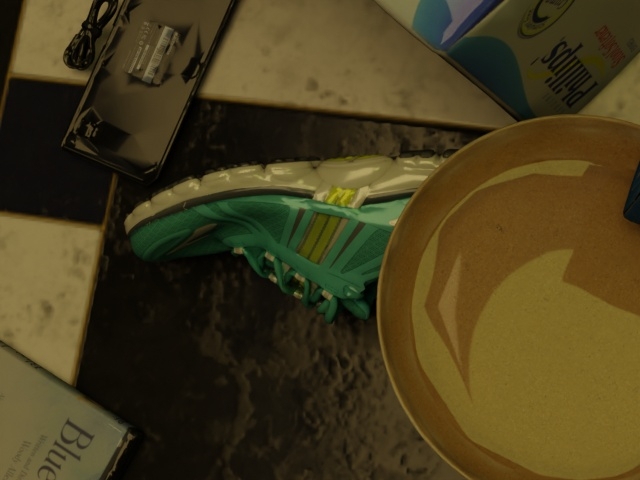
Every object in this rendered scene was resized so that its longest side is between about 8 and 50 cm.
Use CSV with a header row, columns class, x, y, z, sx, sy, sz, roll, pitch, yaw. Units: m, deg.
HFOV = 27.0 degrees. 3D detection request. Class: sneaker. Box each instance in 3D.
class,x,y,z,sx,sy,sz,roll,pitch,yaw
sneaker,0.000,0.000,0.870,0.275,0.107,0.110,-2,89,16

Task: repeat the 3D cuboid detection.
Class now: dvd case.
class,x,y,z,sx,sy,sz,roll,pitch,yaw
dvd case,-0.270,0.154,0.961,0.253,0.022,0.180,29,89,19

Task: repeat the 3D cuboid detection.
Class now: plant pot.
class,x,y,z,sx,sy,sz,roll,pitch,yaw
plant pot,0.150,0.043,0.784,0.236,0.032,0.236,0,78,1

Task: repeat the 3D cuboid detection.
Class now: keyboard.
class,x,y,z,sx,sy,sz,roll,pitch,yaw
keyboard,-0.130,-0.139,0.972,0.108,0.023,0.180,23,87,12

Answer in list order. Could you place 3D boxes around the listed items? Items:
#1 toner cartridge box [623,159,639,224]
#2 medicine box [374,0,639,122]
class,x,y,z,sx,sy,sz,roll,pitch,yaw
toner cartridge box,0.346,-0.002,0.691,0.348,0.165,0.075,21,78,6
medicine box,0.060,-0.222,0.796,0.149,0.263,0.289,-48,71,11
